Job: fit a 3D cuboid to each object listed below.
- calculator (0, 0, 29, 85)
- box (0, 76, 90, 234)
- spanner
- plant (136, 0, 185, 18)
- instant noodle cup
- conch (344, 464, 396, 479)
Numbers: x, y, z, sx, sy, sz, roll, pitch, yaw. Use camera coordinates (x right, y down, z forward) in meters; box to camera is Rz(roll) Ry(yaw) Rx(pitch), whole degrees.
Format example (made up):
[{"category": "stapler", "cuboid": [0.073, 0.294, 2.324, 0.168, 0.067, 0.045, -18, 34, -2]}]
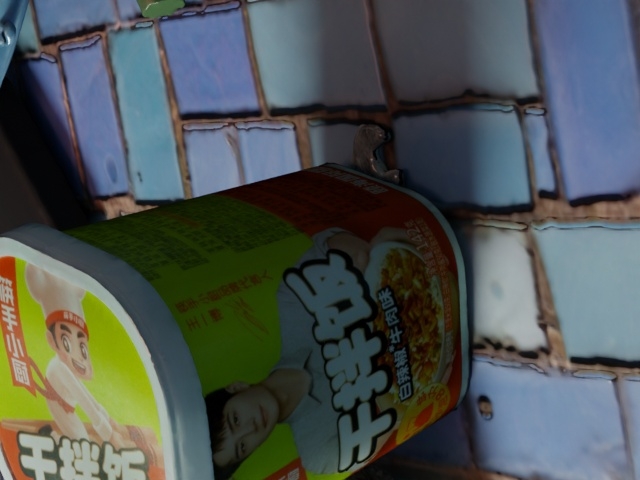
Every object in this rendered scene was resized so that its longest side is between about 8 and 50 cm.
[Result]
[{"category": "calculator", "cuboid": [-0.391, -0.233, 2.028, 0.293, 0.051, 0.173, 20, 92, 53]}, {"category": "box", "cuboid": [-0.338, -0.001, 2.081, 0.289, 0.073, 0.290, 58, 145, 25]}, {"category": "spanner", "cuboid": [0.000, 0.000, 1.602, 0.071, 0.017, 0.302, 63, 146, 19]}, {"category": "plant", "cuboid": [-0.154, -0.251, 1.703, 0.051, 0.051, 0.102, -41, 63, 56]}, {"category": "instant noodle cup", "cuboid": [-0.063, 0.084, 1.443, 0.294, 0.308, 0.294, 27, 127, 42]}, {"category": "conch", "cuboid": [0.005, 0.248, 1.558, 0.245, 0.163, 0.178, 21, 155, 54]}]
